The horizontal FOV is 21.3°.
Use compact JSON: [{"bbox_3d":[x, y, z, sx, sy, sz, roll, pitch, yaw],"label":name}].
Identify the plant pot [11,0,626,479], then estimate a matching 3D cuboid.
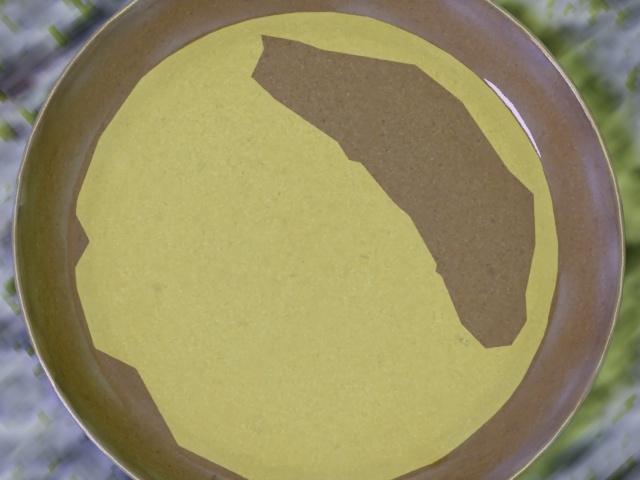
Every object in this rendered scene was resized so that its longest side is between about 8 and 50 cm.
[{"bbox_3d":[0.000,0.000,0.664,0.236,0.032,0.236,1,76,-5],"label":"plant pot"}]
